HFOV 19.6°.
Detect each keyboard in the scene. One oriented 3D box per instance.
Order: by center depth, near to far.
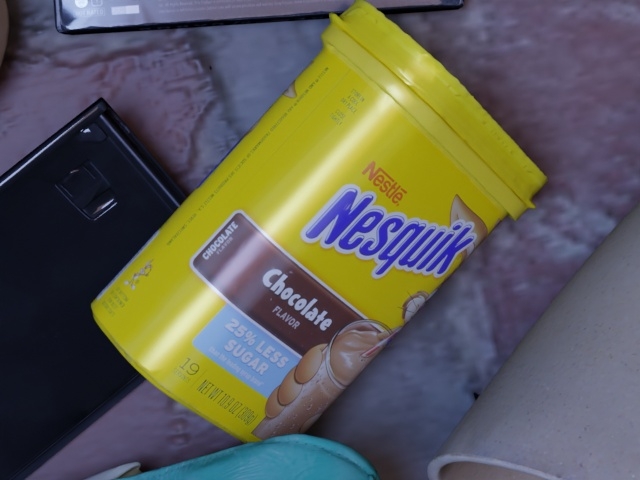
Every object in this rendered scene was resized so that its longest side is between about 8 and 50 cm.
[{"bbox_3d":[-0.206,0.050,0.786,0.317,0.033,0.201,-39,121,-1],"label":"keyboard"}]

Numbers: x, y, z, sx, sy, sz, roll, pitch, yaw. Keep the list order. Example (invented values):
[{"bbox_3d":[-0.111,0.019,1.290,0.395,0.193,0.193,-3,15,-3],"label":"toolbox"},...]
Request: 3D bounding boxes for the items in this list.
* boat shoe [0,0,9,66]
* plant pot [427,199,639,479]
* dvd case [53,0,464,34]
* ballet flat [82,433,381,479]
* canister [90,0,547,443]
[{"bbox_3d":[-0.290,-0.146,0.759,0.341,0.110,0.121,26,87,-22],"label":"boat shoe"},{"bbox_3d":[0.219,0.036,0.742,0.256,0.256,0.274,31,76,-4],"label":"plant pot"},{"bbox_3d":[-0.034,-0.214,0.805,0.179,0.029,0.238,-4,93,-2],"label":"dvd case"},{"bbox_3d":[-0.067,0.129,0.776,0.247,0.087,0.083,-15,112,40],"label":"ballet flat"},{"bbox_3d":[0.000,0.000,0.777,0.170,0.126,0.073,-48,50,3],"label":"canister"}]
